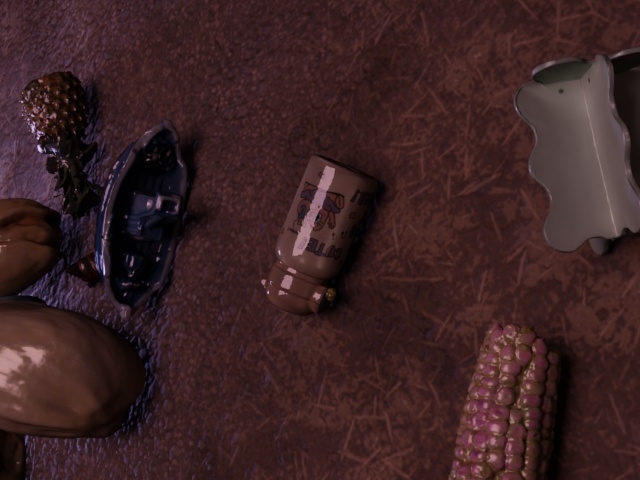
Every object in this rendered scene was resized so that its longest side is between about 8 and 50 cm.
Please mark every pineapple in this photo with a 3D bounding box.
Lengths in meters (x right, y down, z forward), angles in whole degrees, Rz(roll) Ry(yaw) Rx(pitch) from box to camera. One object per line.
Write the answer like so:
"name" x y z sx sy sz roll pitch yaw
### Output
"pineapple" -0.425 -0.155 2.011 0.125 0.125 0.251 -29 72 32

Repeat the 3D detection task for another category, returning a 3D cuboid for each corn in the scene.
"corn" 0.197 0.262 1.353 0.126 0.126 0.335 1 78 41

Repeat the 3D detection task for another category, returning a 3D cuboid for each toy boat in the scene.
"toy boat" -0.265 -0.031 1.812 0.142 0.129 0.309 11 88 56

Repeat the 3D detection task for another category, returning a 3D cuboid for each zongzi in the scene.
"zongzi" -0.367 0.050 1.943 0.083 0.073 0.067 -24 56 -10

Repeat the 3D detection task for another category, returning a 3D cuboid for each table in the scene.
"table" 0.308 -0.090 1.324 0.166 0.166 0.198 -19 76 36

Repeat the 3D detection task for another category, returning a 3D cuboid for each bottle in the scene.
"bottle" 0.000 0.000 1.602 0.110 0.097 0.209 25 98 25

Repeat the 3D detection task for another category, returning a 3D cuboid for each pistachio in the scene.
"pistachio" -0.427 0.189 1.827 0.331 0.208 0.226 13 44 11
"pistachio" -0.549 0.026 2.015 0.293 0.181 0.162 -28 70 30

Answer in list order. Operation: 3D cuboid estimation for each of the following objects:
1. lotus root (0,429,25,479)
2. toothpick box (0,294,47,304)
"lotus root" -0.565 0.324 1.962 0.074 0.261 0.170 -23 33 34
"toothpick box" -0.499 0.191 1.973 0.120 0.120 0.184 -22 70 35
